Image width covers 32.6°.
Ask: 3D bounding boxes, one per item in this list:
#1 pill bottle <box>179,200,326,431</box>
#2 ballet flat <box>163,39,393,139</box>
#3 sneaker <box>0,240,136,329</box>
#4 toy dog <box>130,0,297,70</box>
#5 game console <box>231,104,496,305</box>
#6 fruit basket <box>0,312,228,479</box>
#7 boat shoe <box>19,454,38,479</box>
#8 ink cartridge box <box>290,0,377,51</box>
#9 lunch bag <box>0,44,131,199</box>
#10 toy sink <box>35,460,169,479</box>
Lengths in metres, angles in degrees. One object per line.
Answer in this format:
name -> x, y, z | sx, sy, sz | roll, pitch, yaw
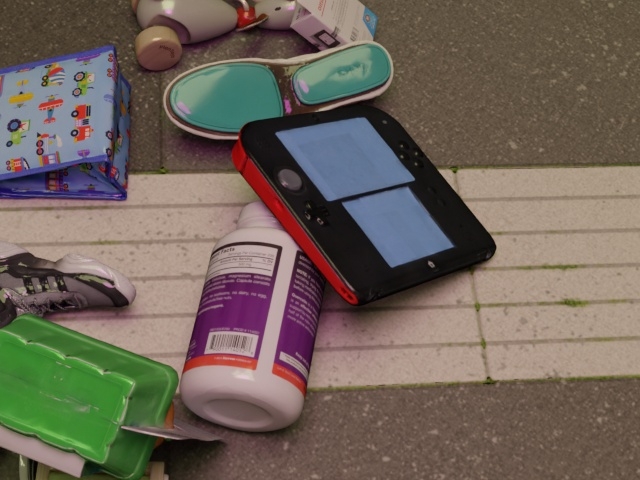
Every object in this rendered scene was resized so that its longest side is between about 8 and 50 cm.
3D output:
pill bottle -> -0.091, 0.108, 1.631 | 0.182, 0.181, 0.322 | 11, 60, 0
ballet flat -> -0.072, -0.250, 1.870 | 0.400, 0.139, 0.139 | -14, 63, -13
sneaker -> -0.421, 0.098, 1.653 | 0.269, 0.101, 0.153 | 12, 61, 7
toy dog -> -0.190, -0.427, 1.933 | 0.334, 0.161, 0.220 | -29, 68, -20
game console -> 0.074, -0.071, 1.722 | 0.387, 0.060, 0.342 | -16, 58, -47
fruit basket -> -0.305, 0.221, 1.456 | 0.327, 0.353, 0.165 | 20, 77, 7
boat shoe -> -0.407, 0.284, 1.576 | 0.040, 0.049, 0.142 | 2, 58, -5
ink cartridge box -> 0.013, -0.398, 1.941 | 0.180, 0.060, 0.104 | 34, 54, -31
lunch bag -> -0.470, -0.183, 1.798 | 0.293, 0.138, 0.220 | -4, 63, 2
toy sink -> -0.267, 0.387, 1.484 | 0.234, 0.131, 0.152 | 4, 61, -5
